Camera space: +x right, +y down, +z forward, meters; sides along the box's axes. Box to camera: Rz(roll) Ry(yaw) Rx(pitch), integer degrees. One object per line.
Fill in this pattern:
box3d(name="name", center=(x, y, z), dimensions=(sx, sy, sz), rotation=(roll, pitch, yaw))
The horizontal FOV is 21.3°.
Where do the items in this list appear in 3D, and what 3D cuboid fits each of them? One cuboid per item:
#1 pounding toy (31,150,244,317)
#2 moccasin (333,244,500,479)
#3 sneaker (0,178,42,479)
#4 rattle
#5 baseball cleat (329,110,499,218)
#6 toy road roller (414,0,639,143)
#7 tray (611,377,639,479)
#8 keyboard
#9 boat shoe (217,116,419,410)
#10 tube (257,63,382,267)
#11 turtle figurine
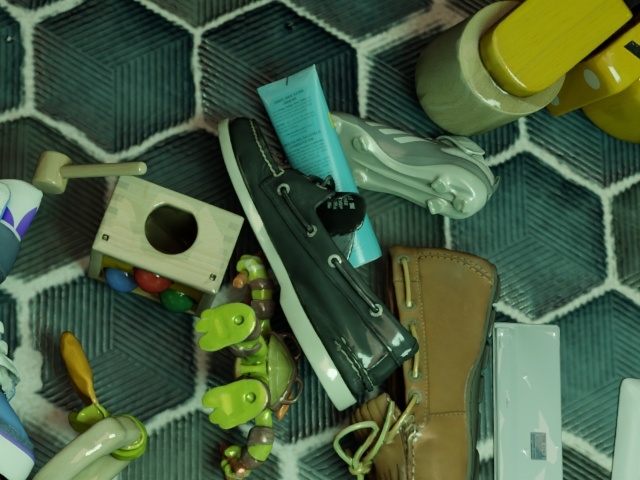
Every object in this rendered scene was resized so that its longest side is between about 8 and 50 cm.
box3d(name="pounding toy", center=(-0.187, -0.008, 1.633), dimensions=(0.206, 0.181, 0.094), rotation=(20, 74, -4))
box3d(name="moccasin", center=(0.083, 0.184, 1.655), dimensions=(0.147, 0.139, 0.380), rotation=(10, 75, -4))
box3d(name="sneaker", center=(-0.325, 0.050, 1.602), dimensions=(0.323, 0.130, 0.236), rotation=(39, 74, 19))
box3d(name="rattle", center=(-0.274, 0.207, 1.611), dimensions=(0.199, 0.130, 0.143), rotation=(-41, 91, 11))
box3d(name="baseball cleat", center=(0.086, -0.086, 1.768), dimensions=(0.206, 0.072, 0.109), rotation=(29, 36, 14))
box3d(name="toy road roller", center=(0.288, -0.182, 1.756), dimensions=(0.329, 0.202, 0.241), rotation=(-37, 95, -18))
box3d(name="tray", center=(0.368, 0.281, 1.737), dimensions=(0.145, 0.030, 0.270), rotation=(10, 75, -8))
box3d(name="keyboard", center=(0.213, 0.211, 1.738), dimensions=(0.072, 0.014, 0.256), rotation=(4, 76, -14))
box3d(name="boat shoe", center=(-0.001, -0.002, 1.642), dimensions=(0.113, 0.127, 0.340), rotation=(-27, 53, 3))
box3d(name="tube", center=(0.001, -0.070, 1.728), dimensions=(0.052, 0.080, 0.207), rotation=(-26, 95, -57))
box3d(name="turtle figurine", center=(-0.061, 0.136, 1.607), dimensions=(0.087, 0.217, 0.270), rotation=(5, 84, 8))
